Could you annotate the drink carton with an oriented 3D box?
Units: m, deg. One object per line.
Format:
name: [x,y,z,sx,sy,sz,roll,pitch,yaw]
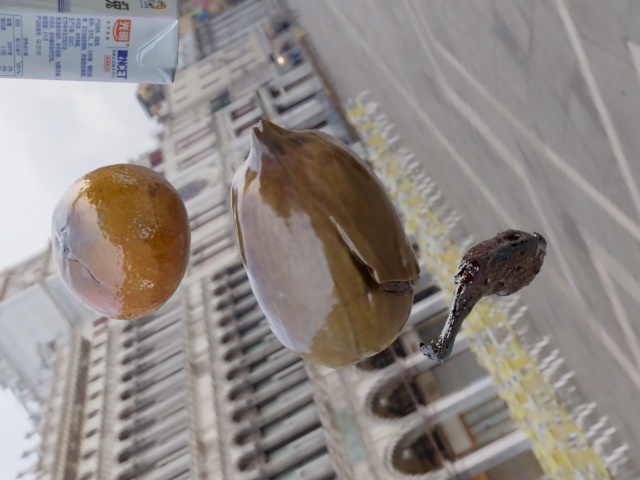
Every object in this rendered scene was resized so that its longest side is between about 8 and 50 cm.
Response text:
drink carton: [-0.336,-0.276,1.305,0.106,0.315,0.130,104,160,-44]

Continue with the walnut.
walnut: [0.000,0.000,1.226,0.209,0.209,0.336,-113,-3,-59]

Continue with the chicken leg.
chicken leg: [0.216,0.060,1.382,0.051,0.253,0.106,19,138,46]

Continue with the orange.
orange: [-0.280,0.003,1.449,0.224,0.170,0.224,7,99,54]
